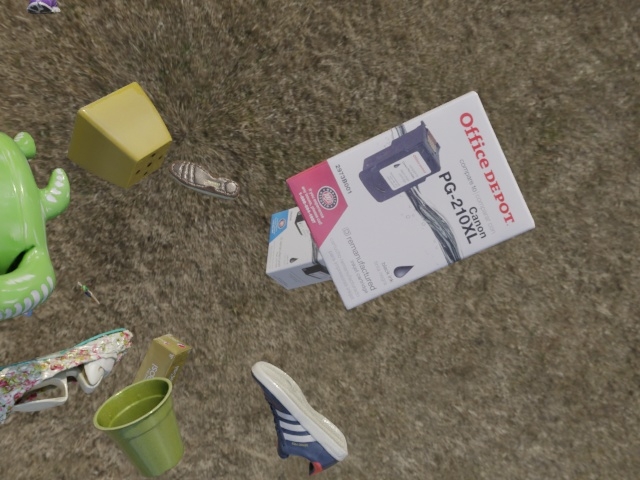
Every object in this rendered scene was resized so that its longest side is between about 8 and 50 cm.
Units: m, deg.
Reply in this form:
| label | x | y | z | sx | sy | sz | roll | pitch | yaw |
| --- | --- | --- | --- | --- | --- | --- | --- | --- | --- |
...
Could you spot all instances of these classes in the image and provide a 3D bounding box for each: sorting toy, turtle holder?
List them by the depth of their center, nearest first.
| label | x | y | z | sx | sy | sz | roll | pitch | yaw |
| --- | --- | --- | --- | --- | --- | --- | --- | --- | --- |
| turtle holder | -0.460 | 0.004 | 0.698 | 0.228 | 0.243 | 0.320 | -5 | 64 | -46 |
| sorting toy | -0.620 | 0.135 | 1.487 | 0.062 | 0.083 | 0.012 | 34 | 64 | 23 |

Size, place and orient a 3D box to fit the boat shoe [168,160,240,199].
| label | x | y | z | sx | sy | sz | roll | pitch | yaw |
| --- | --- | --- | --- | --- | --- | --- | --- | --- | --- |
| boat shoe | -0.307 | -0.146 | 1.477 | 0.190 | 0.072 | 0.068 | 25 | 68 | -5 |

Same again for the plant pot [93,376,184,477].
| label | x | y | z | sx | sy | sz | roll | pitch | yaw |
| --- | --- | --- | --- | --- | --- | --- | --- | --- | --- |
| plant pot | -0.181 | 0.201 | 0.591 | 0.083 | 0.083 | 0.079 | -21 | 109 | -9 |

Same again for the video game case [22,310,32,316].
| label | x | y | z | sx | sy | sz | roll | pitch | yaw |
| --- | --- | --- | --- | --- | --- | --- | --- | --- | --- |
| video game case | -0.646 | 0.081 | 1.100 | 0.166 | 0.015 | 0.119 | 15 | 113 | -15 |

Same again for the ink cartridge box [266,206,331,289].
| label | x | y | z | sx | sy | sz | roll | pitch | yaw |
| --- | --- | --- | --- | --- | --- | --- | --- | --- | --- |
| ink cartridge box | 0.000 | 0.000 | 1.720 | 0.308 | 0.223 | 0.129 | -16 | 144 | 27 |

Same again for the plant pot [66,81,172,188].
| label | x | y | z | sx | sy | sz | roll | pitch | yaw |
| --- | --- | --- | --- | --- | --- | --- | --- | --- | --- |
| plant pot | -0.547 | -0.275 | 1.578 | 0.187 | 0.212 | 0.212 | 44 | 48 | -2 |

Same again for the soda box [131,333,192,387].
| label | x | y | z | sx | sy | sz | roll | pitch | yaw |
| --- | --- | --- | --- | --- | --- | --- | --- | --- | --- |
| soda box | -0.323 | 0.276 | 1.097 | 0.058 | 0.061 | 0.181 | 29 | 100 | 15 |

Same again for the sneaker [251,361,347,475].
| label | x | y | z | sx | sy | sz | roll | pitch | yaw |
| --- | --- | --- | --- | --- | --- | --- | --- | --- | --- |
| sneaker | -0.088 | 0.482 | 1.487 | 0.148 | 0.131 | 0.350 | -41 | 94 | 8 |

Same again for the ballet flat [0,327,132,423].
| label | x | y | z | sx | sy | sz | roll | pitch | yaw |
| --- | --- | --- | --- | --- | --- | --- | --- | --- | --- |
| ballet flat | -0.385 | 0.206 | 0.847 | 0.241 | 0.091 | 0.077 | -17 | 63 | -45 |

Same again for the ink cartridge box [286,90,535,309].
| label | x | y | z | sx | sy | sz | roll | pitch | yaw |
| --- | --- | --- | --- | --- | --- | --- | --- | --- | --- |
| ink cartridge box | 0.105 | -0.048 | 0.678 | 0.237 | 0.100 | 0.171 | -25 | 94 | 8 |

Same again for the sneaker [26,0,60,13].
| label | x | y | z | sx | sy | sz | roll | pitch | yaw |
| --- | --- | --- | --- | --- | --- | --- | --- | --- | --- |
| sneaker | -0.774 | -0.665 | 1.559 | 0.068 | 0.170 | 0.071 | -7 | 115 | -12 |
